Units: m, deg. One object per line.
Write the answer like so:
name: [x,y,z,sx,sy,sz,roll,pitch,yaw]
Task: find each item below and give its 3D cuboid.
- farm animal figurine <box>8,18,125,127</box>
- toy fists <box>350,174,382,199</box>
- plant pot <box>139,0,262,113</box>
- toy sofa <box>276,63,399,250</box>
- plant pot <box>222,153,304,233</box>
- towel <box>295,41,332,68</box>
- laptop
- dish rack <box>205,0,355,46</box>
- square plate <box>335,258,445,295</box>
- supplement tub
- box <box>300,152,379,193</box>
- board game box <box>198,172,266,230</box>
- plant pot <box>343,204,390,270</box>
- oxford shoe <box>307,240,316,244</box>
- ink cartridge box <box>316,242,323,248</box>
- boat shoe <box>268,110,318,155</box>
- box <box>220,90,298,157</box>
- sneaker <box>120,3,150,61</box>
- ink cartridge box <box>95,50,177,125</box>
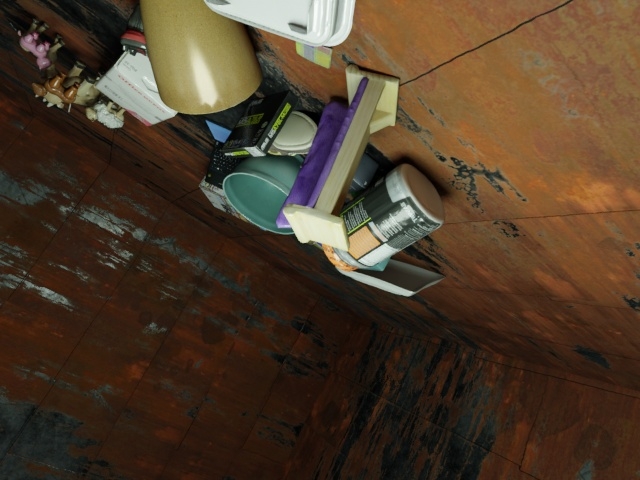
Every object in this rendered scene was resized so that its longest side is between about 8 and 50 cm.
farm animal figurine: [-0.861,-0.536,1.407,0.327,0.172,0.330,15,-139,-59]
toy fists: [0.221,-0.100,1.299,0.279,0.096,0.142,31,152,-7]
plant pot: [-0.259,-0.433,0.842,0.237,0.237,0.254,22,150,20]
toy sofa: [0.029,-0.176,0.873,0.177,0.362,0.150,18,163,14]
plant pot: [-0.150,-0.188,1.393,0.293,0.196,0.293,20,151,12]
towel: [-0.014,-0.400,0.880,0.083,0.009,0.060,26,165,7]
laptop: [-0.331,-0.286,1.537,0.234,0.264,0.136,26,-159,10]
dish rack: [-0.083,-0.445,0.581,0.286,0.072,0.332,25,147,12]
square plate: [0.291,0.144,1.709,0.347,0.049,0.344,17,-165,33]
supplement tub: [0.161,-0.049,1.141,0.194,0.193,0.316,36,129,-26]
box: [0.054,-0.216,1.201,0.156,0.093,0.158,35,164,-25]
board game box: [-0.354,-0.196,1.859,0.291,0.141,0.232,25,164,11]
plant pot: [0.145,-0.020,1.561,0.234,0.165,0.165,38,162,-24]
oxford shoe: [-0.009,-0.081,1.479,0.083,0.227,0.096,32,-157,14]
ink cartridge box: [0.000,0.000,1.920,0.304,0.072,0.307,36,178,-22]
boat shoe: [-0.106,-0.296,1.185,0.324,0.116,0.097,19,167,41]
box: [-0.168,-0.307,1.114,0.191,0.184,0.045,11,159,49]
sneaker: [-0.395,-0.500,1.042,0.098,0.135,0.276,15,-173,1]
ink cartridge box: [-0.565,-0.486,1.323,0.207,0.117,0.283,39,161,-35]
